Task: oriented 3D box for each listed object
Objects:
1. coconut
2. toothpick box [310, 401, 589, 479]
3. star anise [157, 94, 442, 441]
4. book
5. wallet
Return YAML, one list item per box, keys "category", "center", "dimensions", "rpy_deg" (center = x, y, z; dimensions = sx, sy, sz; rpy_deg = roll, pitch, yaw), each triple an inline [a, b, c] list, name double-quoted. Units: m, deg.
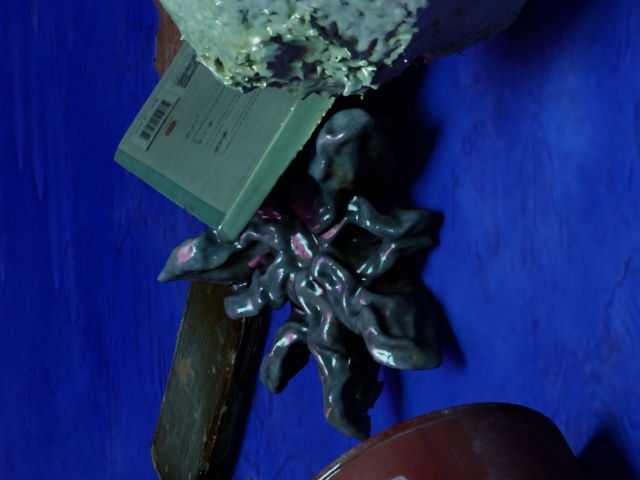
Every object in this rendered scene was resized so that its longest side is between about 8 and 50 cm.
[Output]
- category: "coconut"
  center: [0.020, -0.254, 1.111]
  dimensions: [0.309, 0.297, 0.297]
  rpy_deg: [113, 142, -48]
- category: "toothpick box"
  center: [0.120, 0.277, 1.071]
  dimensions: [0.333, 0.204, 0.204]
  rpy_deg: [61, 142, 39]
- category: "star anise"
  center: [-0.002, 0.003, 1.364]
  dimensions: [0.212, 0.129, 0.283]
  rpy_deg: [-8, 90, 45]
- category: "book"
  center: [-0.055, -0.118, 1.396]
  dimensions: [0.215, 0.025, 0.282]
  rpy_deg: [-57, 25, 1]
- category: "wallet"
  center: [-0.095, 0.122, 1.626]
  dimensions: [0.122, 0.031, 0.232]
  rpy_deg: [56, 137, 50]
